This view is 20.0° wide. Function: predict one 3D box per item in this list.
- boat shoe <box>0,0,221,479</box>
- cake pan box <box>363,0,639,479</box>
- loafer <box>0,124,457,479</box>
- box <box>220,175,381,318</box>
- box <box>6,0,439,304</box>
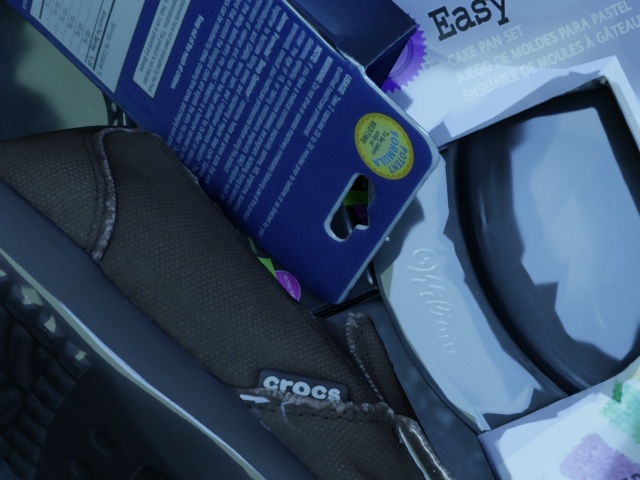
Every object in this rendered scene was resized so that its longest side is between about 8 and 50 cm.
[{"bbox_3d":[-0.159,0.063,0.775,0.187,0.156,0.500,13,92,15],"label":"boat shoe"},{"bbox_3d":[0.150,-0.021,0.714,0.267,0.070,0.245,-22,83,1],"label":"cake pan box"},{"bbox_3d":[0.005,0.086,0.650,0.366,0.130,0.134,47,141,0],"label":"loafer"},{"bbox_3d":[0.000,0.000,0.768,0.052,0.083,0.062,-22,86,13],"label":"box"},{"bbox_3d":[-0.048,-0.085,0.668,0.225,0.136,0.036,45,60,7],"label":"box"}]
